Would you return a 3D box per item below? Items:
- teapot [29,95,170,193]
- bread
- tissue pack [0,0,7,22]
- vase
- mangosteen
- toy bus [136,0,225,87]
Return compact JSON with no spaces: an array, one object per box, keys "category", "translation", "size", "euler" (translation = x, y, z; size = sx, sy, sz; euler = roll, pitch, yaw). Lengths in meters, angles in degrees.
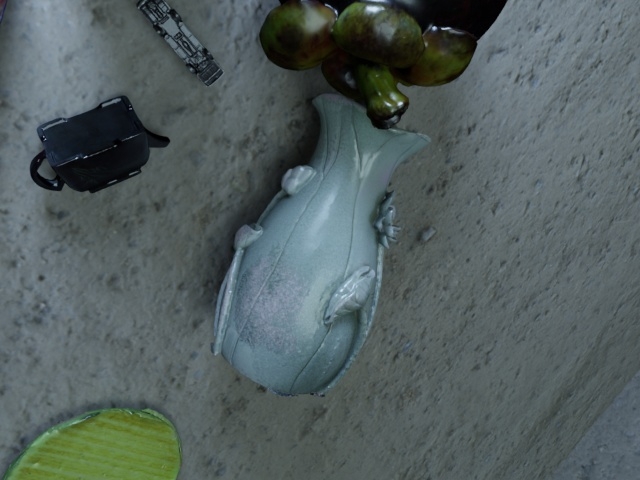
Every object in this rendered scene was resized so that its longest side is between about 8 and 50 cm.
[{"category":"teapot","translation":[-0.285,-0.111,0.728],"size":[0.177,0.087,0.096],"euler":[-26,147,-15]},{"category":"bread","translation":[-0.384,0.402,0.952],"size":[0.301,0.045,0.301],"euler":[-14,121,-25]},{"category":"tissue pack","translation":[-0.431,-0.210,0.545],"size":[0.209,0.137,0.269],"euler":[13,102,-39]},{"category":"vase","translation":[0.000,0.000,0.856],"size":[0.250,0.250,0.445],"euler":[16,102,-34]},{"category":"mangosteen","translation":[0.076,-0.333,0.678],"size":[0.330,0.330,0.330],"euler":[-13,120,-23]},{"category":"toy bus","translation":[-0.181,-0.261,0.723],"size":[0.037,0.052,0.130],"euler":[-42,125,1]}]
